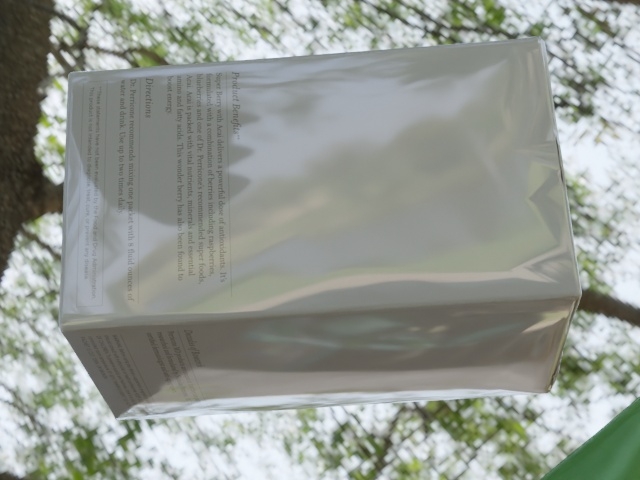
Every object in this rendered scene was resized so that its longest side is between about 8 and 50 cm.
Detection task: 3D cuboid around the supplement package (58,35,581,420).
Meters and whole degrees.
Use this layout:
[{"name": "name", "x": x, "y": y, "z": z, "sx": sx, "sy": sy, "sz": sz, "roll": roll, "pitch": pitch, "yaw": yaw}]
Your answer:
[{"name": "supplement package", "x": 0.000, "y": 0.000, "z": 0.837, "sx": 0.293, "sy": 0.177, "sz": 0.175, "roll": -4, "pitch": -26, "yaw": 2}]

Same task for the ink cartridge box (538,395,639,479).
[{"name": "ink cartridge box", "x": 0.179, "y": 0.154, "z": 0.337, "sx": 0.201, "sy": 0.278, "sz": 0.117, "roll": -42, "pitch": -32, "yaw": 10}]
